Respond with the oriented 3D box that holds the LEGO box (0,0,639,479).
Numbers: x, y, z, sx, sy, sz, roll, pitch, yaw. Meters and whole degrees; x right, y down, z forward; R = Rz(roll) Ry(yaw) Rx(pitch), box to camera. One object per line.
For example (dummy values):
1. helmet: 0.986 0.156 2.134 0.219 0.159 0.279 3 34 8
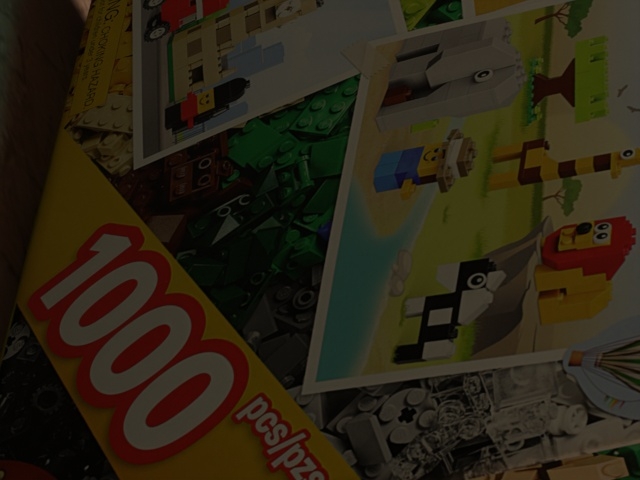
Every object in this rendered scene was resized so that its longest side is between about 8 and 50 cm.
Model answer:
1. LEGO box: 0.070 -0.030 0.696 0.500 0.373 0.193 -88 156 -45
